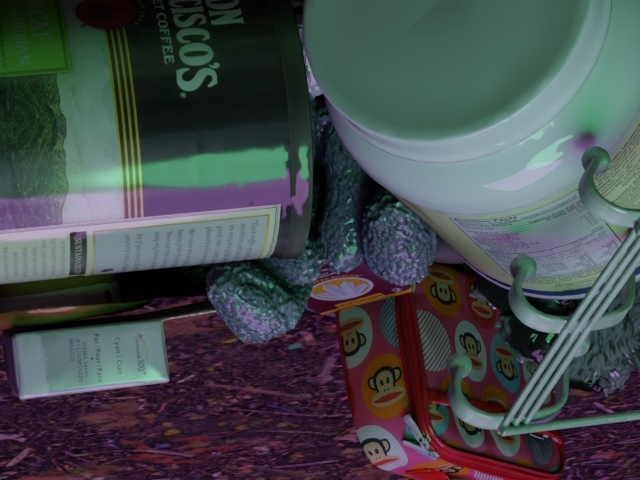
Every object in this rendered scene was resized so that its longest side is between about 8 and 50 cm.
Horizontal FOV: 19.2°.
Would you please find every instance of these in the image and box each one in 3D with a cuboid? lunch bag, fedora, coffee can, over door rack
[{"bbox_3d":[0.141,0.166,2.002,0.120,0.258,0.293,-20,155,32],"label":"lunch bag"},{"bbox_3d":[-0.249,0.037,1.777,0.194,0.079,0.194,-8,180,0],"label":"fedora"},{"bbox_3d":[-0.158,-0.073,1.300,0.275,0.202,0.201,-6,159,-11],"label":"coffee can"},{"bbox_3d":[0.272,0.040,1.311,0.324,0.108,0.239,7,137,-21],"label":"over door rack"}]

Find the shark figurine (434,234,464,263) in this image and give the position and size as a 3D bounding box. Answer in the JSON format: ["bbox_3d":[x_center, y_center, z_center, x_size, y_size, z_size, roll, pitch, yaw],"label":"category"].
[{"bbox_3d":[0.150,-0.017,1.747,0.166,0.116,0.278,-13,160,11],"label":"shark figurine"}]

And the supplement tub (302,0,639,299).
[{"bbox_3d":[0.141,-0.107,1.342,0.235,0.235,0.325,-15,157,19],"label":"supplement tub"}]

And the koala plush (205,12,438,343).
[{"bbox_3d":[-0.040,-0.072,1.512,0.196,0.203,0.221,-24,133,17],"label":"koala plush"}]

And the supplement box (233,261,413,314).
[{"bbox_3d":[0.000,0.000,1.781,0.104,0.081,0.188,-16,157,23],"label":"supplement box"}]

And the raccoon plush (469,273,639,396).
[{"bbox_3d":[0.343,-0.012,1.635,0.446,0.216,0.299,-20,175,36],"label":"raccoon plush"}]

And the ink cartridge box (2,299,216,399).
[{"bbox_3d":[-0.173,0.101,1.844,0.261,0.066,0.296,-7,180,-11],"label":"ink cartridge box"}]
